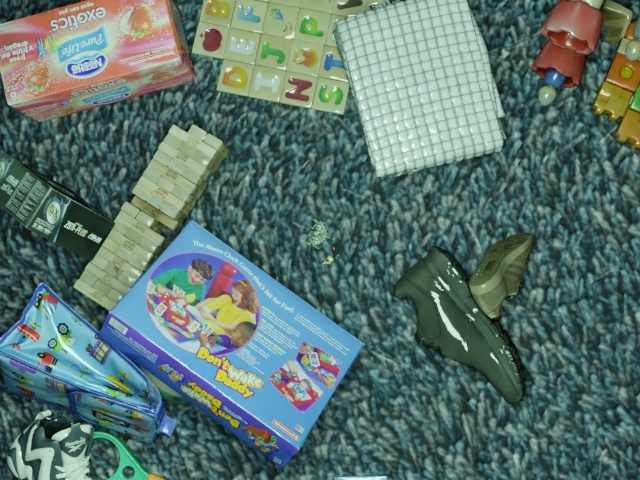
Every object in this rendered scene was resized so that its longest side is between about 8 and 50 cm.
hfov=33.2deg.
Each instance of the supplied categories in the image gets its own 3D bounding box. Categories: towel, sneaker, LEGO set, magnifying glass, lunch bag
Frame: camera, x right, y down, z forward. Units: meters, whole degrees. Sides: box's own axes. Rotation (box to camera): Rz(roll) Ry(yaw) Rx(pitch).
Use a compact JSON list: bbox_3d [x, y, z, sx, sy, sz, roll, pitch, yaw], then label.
[{"bbox_3d":[0.166,-0.255,1.786,0.235,0.121,0.283,-16,87,-4],"label":"towel"},{"bbox_3d":[0.297,0.056,1.743,0.066,0.188,0.071,-5,115,41],"label":"sneaker"},{"bbox_3d":[-0.406,0.375,1.752,0.235,0.094,0.153,47,124,24],"label":"sneaker"},{"bbox_3d":[0.003,0.000,1.823,0.054,0.023,0.083,-40,82,0],"label":"LEGO set"},{"bbox_3d":[-0.315,0.395,1.813,0.231,0.026,0.092,23,87,6],"label":"magnifying glass"},{"bbox_3d":[0.230,0.153,1.760,0.130,0.109,0.286,-36,76,11],"label":"sneaker"},{"bbox_3d":[-0.358,0.228,1.729,0.293,0.221,0.138,30,64,3],"label":"lunch bag"}]

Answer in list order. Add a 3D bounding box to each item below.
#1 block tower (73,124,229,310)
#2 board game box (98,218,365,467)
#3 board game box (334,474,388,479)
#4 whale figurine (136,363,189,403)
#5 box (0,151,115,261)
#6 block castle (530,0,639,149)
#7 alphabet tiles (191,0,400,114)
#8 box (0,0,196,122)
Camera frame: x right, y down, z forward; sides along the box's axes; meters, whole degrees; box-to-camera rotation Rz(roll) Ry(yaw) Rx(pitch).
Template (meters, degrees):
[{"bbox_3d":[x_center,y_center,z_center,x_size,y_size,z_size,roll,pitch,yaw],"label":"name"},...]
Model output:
[{"bbox_3d":[-0.283,-0.038,1.819,0.091,0.097,0.335,31,86,7],"label":"block tower"},{"bbox_3d":[-0.133,0.155,1.677,0.347,0.078,0.233,36,49,1],"label":"board game box"},{"bbox_3d":[0.069,0.435,1.776,0.090,0.020,0.090,-3,84,5],"label":"board game box"},{"bbox_3d":[-0.172,0.193,1.778,0.272,0.141,0.216,5,55,-16],"label":"whale figurine"},{"bbox_3d":[-0.451,-0.057,1.771,0.180,0.147,0.077,31,88,43],"label":"box"},{"bbox_3d":[0.560,-0.253,1.658,0.453,0.303,0.213,23,88,8],"label":"block castle"},{"bbox_3d":[-0.043,-0.377,1.870,0.343,0.011,0.285,12,86,6],"label":"alphabet tiles"},{"bbox_3d":[-0.381,-0.316,1.825,0.300,0.154,0.142,-14,84,2],"label":"box"}]
